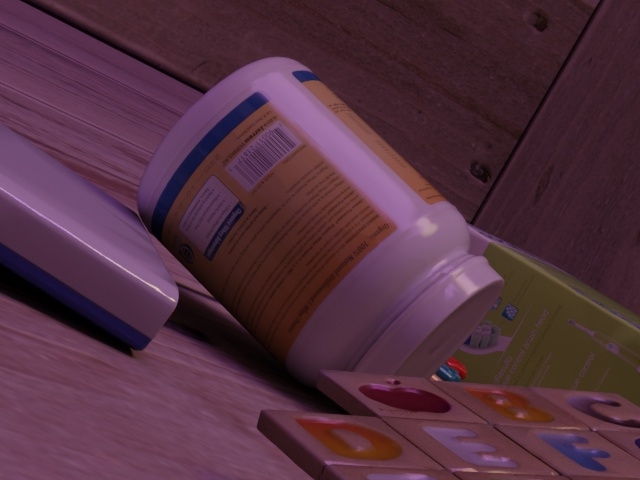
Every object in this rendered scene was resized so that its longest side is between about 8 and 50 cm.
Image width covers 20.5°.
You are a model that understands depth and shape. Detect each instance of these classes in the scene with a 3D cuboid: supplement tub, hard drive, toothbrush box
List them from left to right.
[{"bbox_3d":[-0.229,-0.065,0.955,0.319,0.040,0.210,35,4,-18],"label":"hard drive"},{"bbox_3d":[0.000,0.000,1.090,0.200,0.144,0.144,45,9,15],"label":"supplement tub"},{"bbox_3d":[0.224,0.108,1.486,0.283,0.122,0.206,35,8,36],"label":"toothbrush box"}]

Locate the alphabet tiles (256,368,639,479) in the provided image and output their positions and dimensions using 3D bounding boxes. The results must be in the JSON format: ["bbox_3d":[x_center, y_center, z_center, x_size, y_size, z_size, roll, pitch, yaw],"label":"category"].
[{"bbox_3d":[0.148,0.116,0.681,0.285,0.011,0.342,6,13,-29],"label":"alphabet tiles"}]

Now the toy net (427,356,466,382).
[{"bbox_3d":[0.079,0.106,1.185,0.232,0.045,0.122,36,6,38],"label":"toy net"}]
